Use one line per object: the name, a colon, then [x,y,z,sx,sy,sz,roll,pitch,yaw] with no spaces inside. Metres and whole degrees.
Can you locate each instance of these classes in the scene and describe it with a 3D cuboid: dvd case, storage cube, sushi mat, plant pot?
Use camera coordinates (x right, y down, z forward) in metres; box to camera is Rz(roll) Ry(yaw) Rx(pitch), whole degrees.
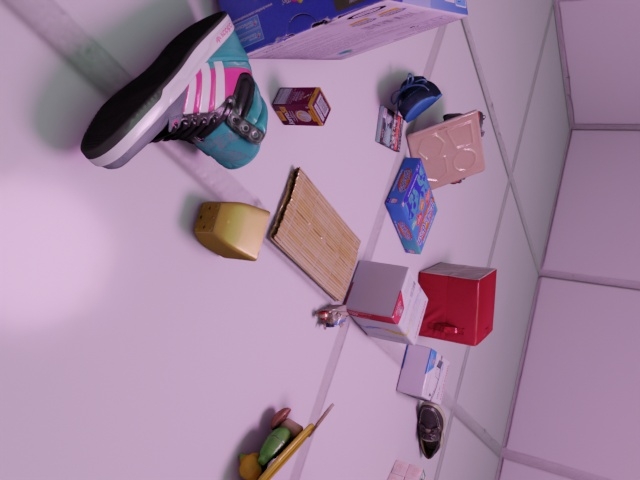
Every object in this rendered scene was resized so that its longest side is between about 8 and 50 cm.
dvd case: [0.168,-0.266,1.393,0.119,0.013,0.087,7,91,-60]
storage cube: [0.403,0.181,1.711,0.215,0.183,0.193,-12,106,-57]
sushi mat: [0.000,0.000,1.166,0.316,0.019,0.151,47,55,-53]
plant pot: [-0.141,-0.021,0.876,0.083,0.081,0.081,27,73,-46]

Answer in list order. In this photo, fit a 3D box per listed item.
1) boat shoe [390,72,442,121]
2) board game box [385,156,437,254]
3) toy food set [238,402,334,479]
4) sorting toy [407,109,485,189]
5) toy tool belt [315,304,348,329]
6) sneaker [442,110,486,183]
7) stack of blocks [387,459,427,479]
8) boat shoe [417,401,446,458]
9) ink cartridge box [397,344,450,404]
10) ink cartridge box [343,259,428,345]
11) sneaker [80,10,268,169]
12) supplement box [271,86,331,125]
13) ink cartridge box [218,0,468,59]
boat shoe: [0.220,-0.345,1.396,0.089,0.109,0.258,50,22,-2]
board game box: [0.244,-0.088,1.522,0.160,0.047,0.210,-64,145,-28]
toy food set: [-0.081,0.372,1.072,0.218,0.071,0.128,-35,160,-43]
sorting toy: [0.336,-0.236,1.548,0.038,0.193,0.208,-109,178,-49]
toy tool belt: [0.025,0.166,1.214,0.083,0.052,0.051,-13,99,-57]
sneaker: [0.377,-0.266,1.663,0.276,0.135,0.097,91,9,-58]
stack of blocks: [0.200,0.764,1.592,0.297,0.087,0.171,-54,138,-39]
boat shoe: [0.342,0.594,1.800,0.073,0.080,0.223,-55,144,-46]
ink cartridge box: [0.304,0.392,1.693,0.190,0.082,0.139,37,65,-54]
ink cartridge box: [0.157,0.147,1.350,0.176,0.127,0.128,51,53,-50]
sneaker: [-0.168,-0.151,0.769,0.178,0.124,0.295,58,47,-34]
supplement box: [-0.032,-0.231,1.001,0.055,0.083,0.043,52,53,-50]
ink cartridge box: [0.029,-0.380,0.877,0.395,0.270,0.151,-29,107,-54]
